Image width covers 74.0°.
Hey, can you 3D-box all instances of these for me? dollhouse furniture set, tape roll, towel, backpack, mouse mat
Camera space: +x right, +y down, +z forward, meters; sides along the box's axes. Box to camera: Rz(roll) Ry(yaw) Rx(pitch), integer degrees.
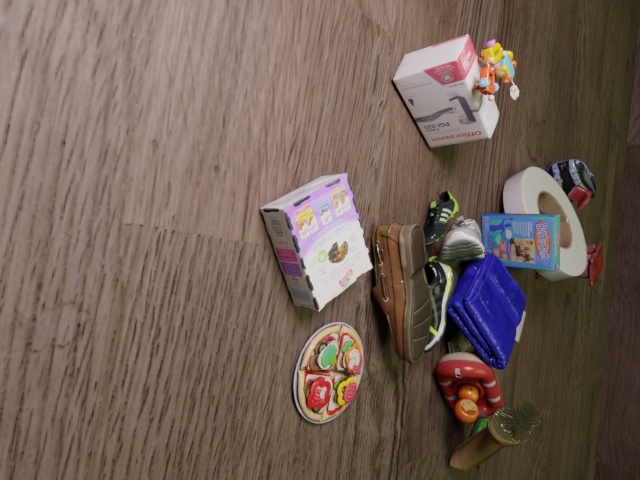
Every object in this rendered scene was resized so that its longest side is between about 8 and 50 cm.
[{"bbox_3d":[0.923,-0.034,1.594,0.152,0.202,0.373,-33,117,-38],"label":"dollhouse furniture set"},{"bbox_3d":[0.750,-0.057,1.412,0.393,0.072,0.391,17,61,-33],"label":"tape roll"},{"bbox_3d":[0.467,0.171,1.155,0.227,0.076,0.308,51,42,0],"label":"towel"},{"bbox_3d":[0.985,-0.243,1.681,0.117,0.158,0.173,-39,108,-45],"label":"backpack"},{"bbox_3d":[0.533,0.634,1.401,0.189,0.007,0.152,-53,127,-29],"label":"mouse mat"}]

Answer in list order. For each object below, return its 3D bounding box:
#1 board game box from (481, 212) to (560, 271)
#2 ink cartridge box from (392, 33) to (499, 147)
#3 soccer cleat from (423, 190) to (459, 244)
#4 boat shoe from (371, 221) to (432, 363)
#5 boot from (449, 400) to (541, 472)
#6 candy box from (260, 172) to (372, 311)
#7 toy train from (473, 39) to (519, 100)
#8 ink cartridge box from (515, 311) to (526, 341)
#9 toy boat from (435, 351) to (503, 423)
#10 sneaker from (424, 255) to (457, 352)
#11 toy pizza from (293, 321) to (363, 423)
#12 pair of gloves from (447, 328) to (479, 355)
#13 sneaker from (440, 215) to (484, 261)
[{"bbox_3d":[0.587,0.001,1.256,0.047,0.211,0.159,-14,104,-43],"label":"board game box"},{"bbox_3d":[0.288,-0.325,0.964,0.218,0.159,0.092,45,59,-37],"label":"ink cartridge box"},{"bbox_3d":[0.291,-0.057,1.070,0.072,0.060,0.179,55,53,-17],"label":"soccer cleat"},{"bbox_3d":[0.173,0.112,0.932,0.111,0.105,0.306,-8,98,-53],"label":"boat shoe"},{"bbox_3d":[0.449,0.555,1.154,0.236,0.089,0.269,6,131,-40],"label":"boot"},{"bbox_3d":[0.000,0.000,0.768,0.165,0.070,0.196,-34,116,-38],"label":"candy box"},{"bbox_3d":[0.365,-0.348,0.899,0.167,0.046,0.124,-9,97,-45],"label":"toy train"},{"bbox_3d":[0.600,0.252,1.394,0.209,0.062,0.108,33,71,-41],"label":"ink cartridge box"},{"bbox_3d":[0.387,0.408,1.118,0.230,0.151,0.151,65,32,-26],"label":"toy boat"},{"bbox_3d":[0.259,0.154,1.054,0.097,0.084,0.234,23,75,-19],"label":"sneaker"},{"bbox_3d":[0.027,0.264,0.844,0.202,0.032,0.200,-5,97,-44],"label":"toy pizza"},{"bbox_3d":[0.451,0.331,1.268,0.204,0.042,0.239,-40,118,-32],"label":"pair of gloves"},{"bbox_3d":[0.361,-0.010,1.100,0.281,0.105,0.115,17,64,-67],"label":"sneaker"}]
